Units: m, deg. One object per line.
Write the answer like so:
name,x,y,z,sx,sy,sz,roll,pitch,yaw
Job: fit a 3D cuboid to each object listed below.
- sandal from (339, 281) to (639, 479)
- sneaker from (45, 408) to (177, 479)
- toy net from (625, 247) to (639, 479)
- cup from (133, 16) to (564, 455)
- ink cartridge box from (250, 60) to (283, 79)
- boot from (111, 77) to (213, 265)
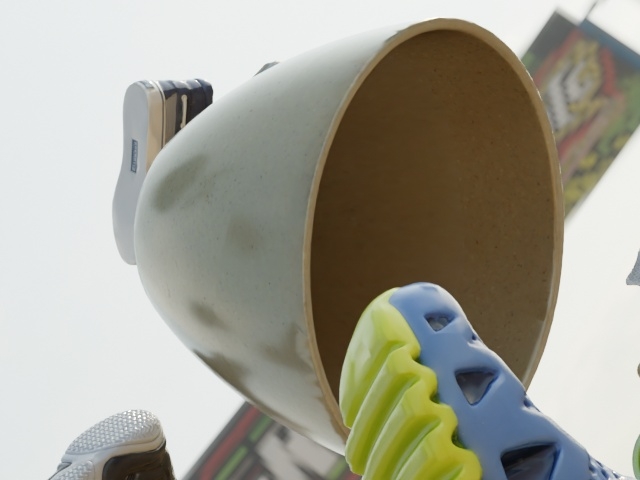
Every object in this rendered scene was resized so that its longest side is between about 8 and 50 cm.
sandal,0.121,0.157,0.910,0.138,0.317,0.126,-25,-11,-22
sneaker,-0.221,0.285,1.676,0.268,0.153,0.101,-39,22,-23
toy net,0.265,0.069,1.255,0.122,0.232,0.045,-16,-29,23
cup,0.000,0.000,1.406,0.331,0.237,0.331,-6,-82,-52
ink cartridge box,-0.032,-0.080,1.603,0.052,0.122,0.088,3,-32,-42
boot,-0.150,-0.068,1.836,0.086,0.069,0.190,-8,-63,-37
